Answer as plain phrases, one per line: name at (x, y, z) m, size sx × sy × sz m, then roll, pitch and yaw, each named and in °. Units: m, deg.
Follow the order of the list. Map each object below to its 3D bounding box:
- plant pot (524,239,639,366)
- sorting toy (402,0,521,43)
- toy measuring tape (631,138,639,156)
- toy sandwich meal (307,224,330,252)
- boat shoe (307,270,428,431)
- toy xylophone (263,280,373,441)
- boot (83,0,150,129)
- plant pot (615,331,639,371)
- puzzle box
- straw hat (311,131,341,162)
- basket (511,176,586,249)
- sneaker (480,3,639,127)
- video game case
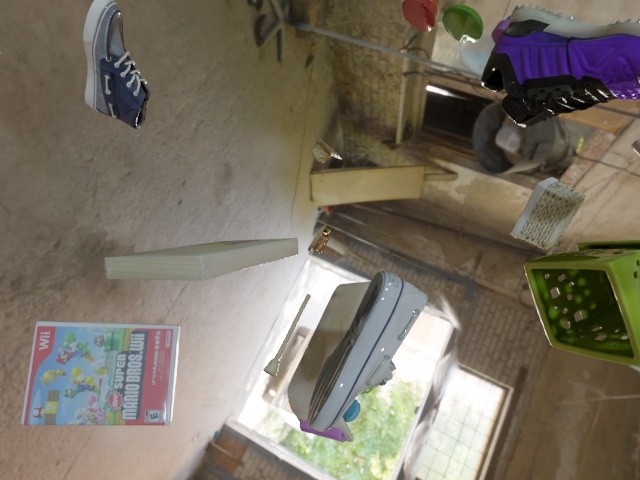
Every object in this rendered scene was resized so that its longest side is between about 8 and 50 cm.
plant pot at (0.645, 0.117, 0.911) m, size 0.207 × 0.227 × 0.228 m, roll -22°, pitch -176°, yaw -18°
sorting toy at (0.423, -0.678, 1.188) m, size 0.126 × 0.366 × 0.127 m, roll -55°, pitch 151°, yaw -4°
toy measuring tape at (0.585, -0.090, 0.659) m, size 0.121 × 0.330 × 0.121 m, roll -176°, pitch -90°, yaw -67°
toy sandwich meal at (0.000, 0.000, 0.948) m, size 0.085 × 0.029 × 0.085 m, roll -57°, pitch -177°, yaw 4°
boat shoe at (0.061, 0.151, 0.507) m, size 0.226 × 0.076 × 0.083 m, roll -63°, pitch -172°, yaw 12°
toy xylophone at (0.031, 0.192, 0.761) m, size 0.081 × 0.236 × 0.322 m, roll 50°, pitch 59°, yaw -28°
boot at (-0.298, -0.260, 0.612) m, size 0.190 × 0.086 × 0.069 m, roll -50°, pitch -163°, yaw 49°
plant pot at (1.028, 0.183, 1.180) m, size 0.305 × 0.334 × 0.333 m, roll -55°, pitch 160°, yaw -49°
puzzle box at (-0.263, 0.039, 1.006) m, size 0.409 × 0.272 × 0.052 m, roll -12°, pitch 99°, yaw -65°
straw hat at (0.002, -0.312, 1.428) m, size 0.061 × 0.144 × 0.144 m, roll -49°, pitch 165°, yaw 6°
basket at (0.619, -0.071, 1.101) m, size 0.113 × 0.103 × 0.167 m, roll -19°, pitch 134°, yaw -40°
sneaker at (0.336, -0.212, 0.551) m, size 0.102 × 0.293 × 0.146 m, roll 20°, pitch 113°, yaw -35°
video game case at (-0.449, 0.274, 0.842) m, size 0.025 × 0.285 × 0.203 m, roll 122°, pitch -30°, yaw -79°
